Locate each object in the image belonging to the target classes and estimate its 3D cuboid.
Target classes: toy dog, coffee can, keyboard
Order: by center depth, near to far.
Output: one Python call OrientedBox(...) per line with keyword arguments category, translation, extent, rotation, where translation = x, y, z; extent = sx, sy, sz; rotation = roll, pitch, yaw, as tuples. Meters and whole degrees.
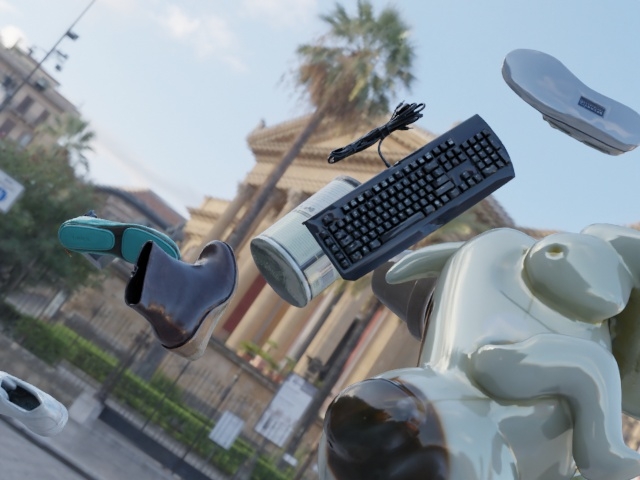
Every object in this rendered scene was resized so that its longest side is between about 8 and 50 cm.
OrientedBox(category="toy dog", translation=(0.174, 0.158, 0.878), extent=(0.395, 0.408, 0.284), rotation=(35, -35, 23))
OrientedBox(category="keyboard", translation=(0.113, -0.096, 1.202), extent=(0.201, 0.317, 0.033), rotation=(53, -13, 19))
OrientedBox(category="coffee can", translation=(0.000, 0.000, 1.955), extent=(0.201, 0.275, 0.201), rotation=(41, -27, 25))

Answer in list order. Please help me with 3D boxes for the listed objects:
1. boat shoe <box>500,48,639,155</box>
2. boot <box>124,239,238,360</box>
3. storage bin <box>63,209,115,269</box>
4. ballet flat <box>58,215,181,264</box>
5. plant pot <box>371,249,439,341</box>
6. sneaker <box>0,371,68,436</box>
OrientedBox(category="boat shoe", translation=(0.417, -0.228, 1.393), extent=(0.268, 0.096, 0.088), rotation=(27, -19, -1))
OrientedBox(category="boot", translation=(-0.226, 0.058, 1.374), extent=(0.090, 0.248, 0.207), rotation=(-4, -37, 22))
OrientedBox(category="storage bin", translation=(-0.489, 0.010, 1.760), extent=(0.091, 0.098, 0.135), rotation=(46, -17, 3))
OrientedBox(category="ballet flat", translation=(-0.390, -0.004, 1.630), extent=(0.248, 0.083, 0.087), rotation=(11, 18, 1))
OrientedBox(category="plant pot", translation=(0.269, 0.132, 2.255), extent=(0.229, 0.263, 0.263), rotation=(23, -18, 38))
OrientedBox(category="sneaker", translation=(-0.493, 0.232, 1.264), extent=(0.212, 0.080, 0.094), rotation=(13, -31, 15))
